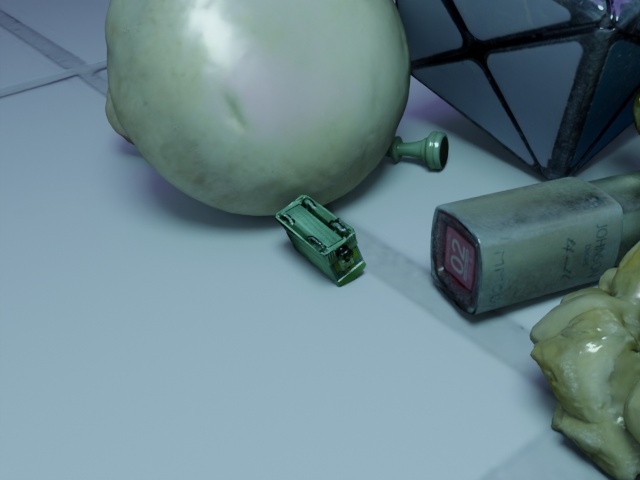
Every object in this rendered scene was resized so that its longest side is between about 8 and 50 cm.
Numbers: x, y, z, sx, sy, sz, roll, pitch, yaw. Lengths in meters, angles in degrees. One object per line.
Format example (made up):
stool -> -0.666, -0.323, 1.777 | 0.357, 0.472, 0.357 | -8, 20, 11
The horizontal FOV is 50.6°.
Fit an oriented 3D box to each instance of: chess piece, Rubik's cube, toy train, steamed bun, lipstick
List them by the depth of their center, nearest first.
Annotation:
steamed bun -> 0.229, 0.066, 0.424 | 0.178, 0.106, 0.192 | -24, 36, -28
lipstick -> 0.220, -0.011, 0.566 | 0.253, 0.078, 0.077 | -13, 31, -16
toy train -> 0.000, 0.000, 0.601 | 0.038, 0.056, 0.093 | -37, 42, -14
Rubik's cube -> 0.242, -0.255, 0.667 | 0.259, 0.260, 0.255 | -42, 64, -8
chess piece -> 0.094, -0.104, 0.762 | 0.093, 0.042, 0.042 | 7, 35, 27

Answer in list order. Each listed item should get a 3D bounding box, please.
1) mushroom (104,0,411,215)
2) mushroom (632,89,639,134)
mushroom -> -0.088, -0.187, 0.686 | 0.356, 0.315, 0.315 | 12, 36, 11
mushroom -> 0.300, -0.074, 0.508 | 0.100, 0.081, 0.312 | 4, 24, 17
